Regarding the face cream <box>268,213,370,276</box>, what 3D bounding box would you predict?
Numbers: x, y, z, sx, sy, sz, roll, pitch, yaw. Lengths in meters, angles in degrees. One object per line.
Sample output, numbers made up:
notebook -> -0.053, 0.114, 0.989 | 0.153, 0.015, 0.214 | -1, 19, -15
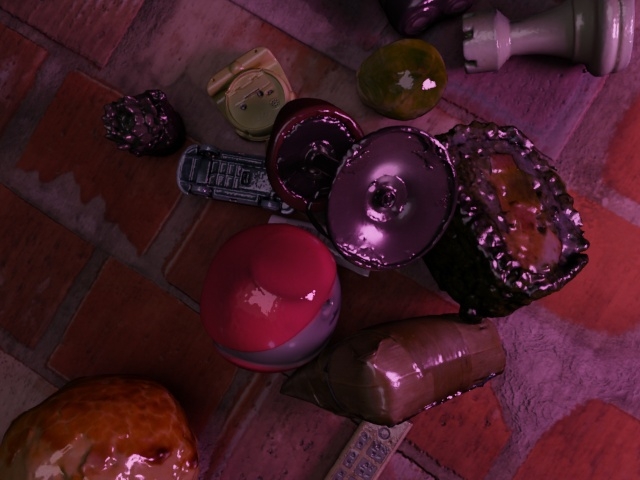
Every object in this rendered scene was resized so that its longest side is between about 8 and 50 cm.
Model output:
face cream -> 0.000, 0.000, 1.170 | 0.244, 0.058, 0.092 | 17, 83, 4

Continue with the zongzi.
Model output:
zongzi -> 0.142, 0.255, 1.102 | 0.356, 0.393, 0.174 | -8, 79, -30

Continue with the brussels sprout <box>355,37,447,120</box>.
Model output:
brussels sprout -> 0.167, -0.327, 1.118 | 0.181, 0.144, 0.161 | -19, 104, 30

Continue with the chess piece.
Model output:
chess piece -> 0.436, -0.410, 1.070 | 0.299, 0.195, 0.194 | -2, 86, 18

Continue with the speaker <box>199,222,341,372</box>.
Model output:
speaker -> -0.091, 0.116, 1.058 | 0.295, 0.294, 0.293 | -1, 87, 9

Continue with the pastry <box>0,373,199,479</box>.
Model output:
pastry -> -0.420, 0.420, 1.047 | 0.389, 0.388, 0.312 | 4, 80, 9

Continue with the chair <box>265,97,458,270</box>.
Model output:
chair -> 0.040, -0.123, 0.968 | 0.227, 0.401, 0.226 | -8, 114, -19

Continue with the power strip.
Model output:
power strip -> 0.106, 0.433, 1.135 | 0.092, 0.034, 0.267 | 33, 92, 10

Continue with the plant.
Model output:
plant -> -0.376, -0.251, 1.170 | 0.132, 0.194, 0.129 | -17, 89, 9

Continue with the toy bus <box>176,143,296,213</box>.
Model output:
toy bus -> -0.167, -0.129, 1.166 | 0.265, 0.120, 0.121 | 9, 87, 7

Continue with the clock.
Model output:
clock -> -0.130, -0.295, 1.196 | 0.170, 0.069, 0.231 | -33, 83, 6

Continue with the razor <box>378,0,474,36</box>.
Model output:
razor -> 0.190, -0.617, 1.144 | 0.205, 0.113, 0.348 | -21, 82, 6

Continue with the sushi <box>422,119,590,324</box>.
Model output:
sushi -> 0.322, -0.048, 1.009 | 0.294, 0.178, 0.351 | -19, 75, -27
